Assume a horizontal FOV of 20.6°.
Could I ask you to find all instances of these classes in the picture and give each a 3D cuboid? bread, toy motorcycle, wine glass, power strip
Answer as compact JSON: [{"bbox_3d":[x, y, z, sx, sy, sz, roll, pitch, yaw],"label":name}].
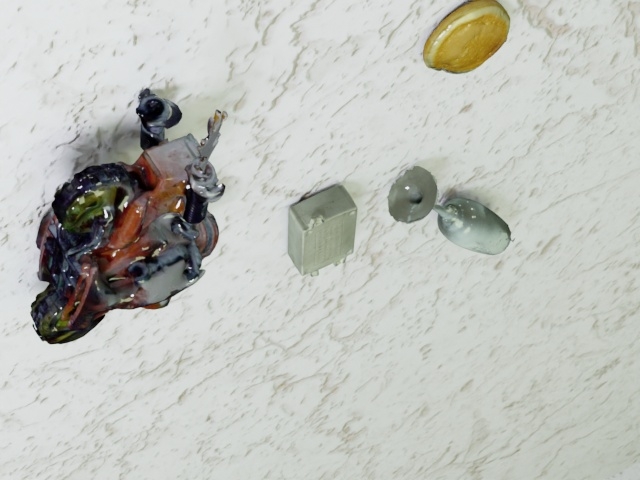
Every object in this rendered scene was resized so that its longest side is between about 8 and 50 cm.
[{"bbox_3d":[0.159,-0.219,1.902,0.110,0.024,0.110,-26,153,-15],"label":"bread"},{"bbox_3d":[-0.172,-0.033,1.737,0.207,0.134,0.401,-19,151,-26],"label":"toy motorcycle"},{"bbox_3d":[0.169,-0.028,2.187,0.074,0.074,0.262,-41,152,15],"label":"wine glass"},{"bbox_3d":[0.000,0.000,2.074,0.075,0.042,0.175,-24,153,-17],"label":"power strip"}]
